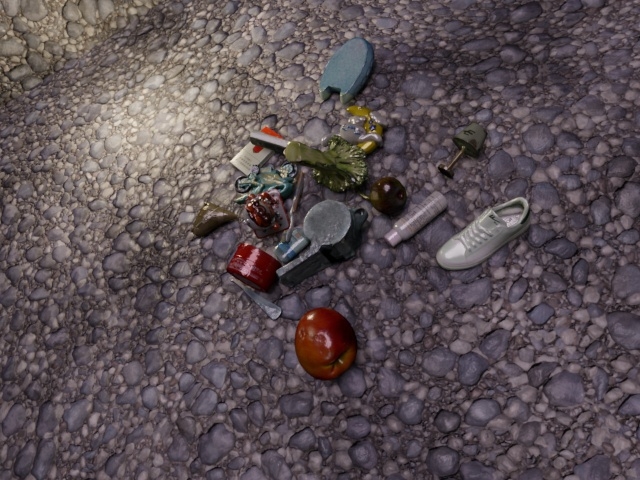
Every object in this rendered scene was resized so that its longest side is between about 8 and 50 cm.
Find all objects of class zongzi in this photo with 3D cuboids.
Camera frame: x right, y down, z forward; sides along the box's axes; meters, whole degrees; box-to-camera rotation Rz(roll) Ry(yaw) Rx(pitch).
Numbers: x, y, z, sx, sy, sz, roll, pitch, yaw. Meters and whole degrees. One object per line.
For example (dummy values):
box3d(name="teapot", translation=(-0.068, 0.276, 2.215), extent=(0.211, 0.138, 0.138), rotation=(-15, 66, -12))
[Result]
box3d(name="zongzi", translation=(-0.466, -0.059, 1.939), extent=(0.178, 0.081, 0.189), rotation=(23, 80, 15))

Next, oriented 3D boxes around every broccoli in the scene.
box3d(name="broccoli", translation=(0.004, -0.314, 1.758), extent=(0.221, 0.361, 0.252), rotation=(-63, 33, 18))

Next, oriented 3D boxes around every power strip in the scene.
box3d(name="power strip", translation=(-0.187, -0.429, 1.992), extent=(0.286, 0.080, 0.048), rotation=(17, 79, 6))

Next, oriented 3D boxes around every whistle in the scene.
box3d(name="whistle", translation=(0.013, 0.025, 1.690), extent=(0.188, 0.168, 0.405), rotation=(28, 81, 28))

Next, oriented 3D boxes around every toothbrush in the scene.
box3d(name="toothbrush", translation=(-0.109, -0.146, 1.858), extent=(0.037, 0.028, 0.375), rotation=(-8, 52, 29))

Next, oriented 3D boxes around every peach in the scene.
box3d(name="peach", translation=(0.012, 0.348, 1.520), extent=(0.243, 0.199, 0.243), rotation=(-15, 72, 53))

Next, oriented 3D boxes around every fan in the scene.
box3d(name="fan", translation=(-0.259, 0.219, 1.767), extent=(0.282, 0.023, 0.057), rotation=(35, 81, 27))

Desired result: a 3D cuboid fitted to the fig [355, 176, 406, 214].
box3d(name="fig", translation=(0.221, -0.179, 1.758), extent=(0.245, 0.149, 0.149), rotation=(8, 66, 48))

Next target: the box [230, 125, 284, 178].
box3d(name="box", translation=(-0.291, -0.411, 2.068), extent=(0.245, 0.035, 0.139), rotation=(-47, 61, -7))

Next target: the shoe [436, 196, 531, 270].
box3d(name="shoe", translation=(0.567, -0.027, 1.540), extent=(0.363, 0.160, 0.132), rotation=(-30, 58, 2))

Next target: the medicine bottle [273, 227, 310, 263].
box3d(name="medicine bottle", translation=(-0.094, -0.001, 1.797), extent=(0.208, 0.054, 0.090), rotation=(-43, 57, -6))

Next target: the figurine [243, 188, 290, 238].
box3d(name="figurine", translation=(-0.240, -0.106, 1.763), extent=(0.160, 0.226, 0.183), rotation=(-19, 90, 9))

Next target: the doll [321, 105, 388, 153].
box3d(name="doll", translation=(0.158, -0.466, 1.907), extent=(0.252, 0.111, 0.237), rotation=(26, 84, 16))

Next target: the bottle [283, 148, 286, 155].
box3d(name="bottle", translation=(-0.126, -0.366, 1.958), extent=(0.045, 0.096, 0.045), rotation=(-7, 65, 15))

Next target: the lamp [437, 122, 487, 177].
box3d(name="lamp", translation=(0.548, -0.347, 1.723), extent=(0.121, 0.121, 0.215), rotation=(40, 91, 29))

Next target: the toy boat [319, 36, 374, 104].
box3d(name="toy boat", translation=(0.137, -0.781, 2.083), extent=(0.215, 0.123, 0.330), rotation=(21, 84, 33))

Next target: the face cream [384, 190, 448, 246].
box3d(name="face cream", translation=(0.354, -0.076, 1.675), extent=(0.269, 0.082, 0.082), rotation=(-38, 60, -2))

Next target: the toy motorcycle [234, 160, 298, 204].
box3d(name="toy motorcycle", translation=(-0.231, -0.229, 1.933), extent=(0.296, 0.109, 0.198), rotation=(-10, 73, 11))

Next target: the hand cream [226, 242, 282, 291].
box3d(name="hand cream", translation=(-0.257, 0.107, 1.722), extent=(0.193, 0.193, 0.125), rotation=(22, 73, 25))
